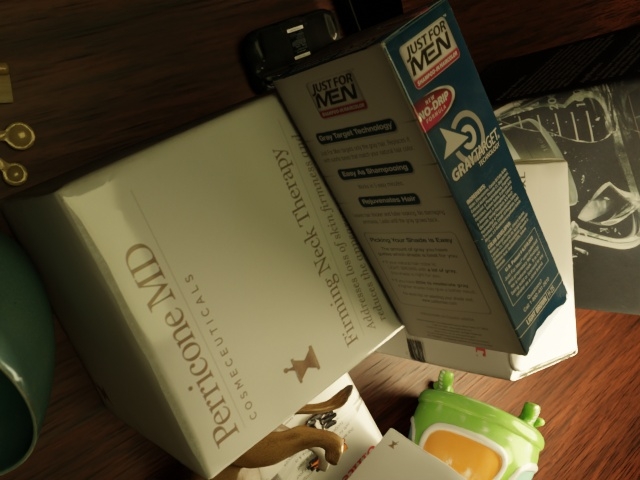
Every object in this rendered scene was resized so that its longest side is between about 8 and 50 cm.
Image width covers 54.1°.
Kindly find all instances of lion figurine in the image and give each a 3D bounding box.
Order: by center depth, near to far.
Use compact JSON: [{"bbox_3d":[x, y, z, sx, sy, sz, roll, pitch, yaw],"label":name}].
[{"bbox_3d":[-0.124,0.324,0.827,0.240,0.142,0.392,21,99,3],"label":"lion figurine"}]

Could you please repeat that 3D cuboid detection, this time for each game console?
[{"bbox_3d":[0.014,-0.362,1.077,0.361,0.044,0.213,-31,107,-33],"label":"game console"}]

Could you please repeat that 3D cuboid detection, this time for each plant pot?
[{"bbox_3d":[-0.402,0.086,0.651,0.290,0.290,0.195,46,28,-28],"label":"plant pot"}]

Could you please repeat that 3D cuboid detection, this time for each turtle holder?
[{"bbox_3d":[0.268,0.397,1.176,0.243,0.320,0.227,24,73,-2],"label":"turtle holder"}]

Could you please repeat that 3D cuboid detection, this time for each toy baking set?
[{"bbox_3d":[-0.457,-0.119,0.731,0.256,0.030,0.197,-41,113,-30],"label":"toy baking set"}]

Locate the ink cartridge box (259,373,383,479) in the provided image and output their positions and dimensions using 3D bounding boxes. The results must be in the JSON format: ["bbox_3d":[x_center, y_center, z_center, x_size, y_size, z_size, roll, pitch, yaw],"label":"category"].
[{"bbox_3d":[-0.048,0.284,0.983,0.211,0.121,0.289,-38,112,-30],"label":"ink cartridge box"}]

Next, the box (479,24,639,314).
[{"bbox_3d":[0.550,-0.128,1.211,0.297,0.471,0.480,-40,113,-28],"label":"box"}]

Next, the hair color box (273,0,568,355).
[{"bbox_3d":[0.111,-0.051,0.661,0.105,0.174,0.347,-42,115,-29],"label":"hair color box"}]

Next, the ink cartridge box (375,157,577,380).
[{"bbox_3d":[0.176,0.031,0.979,0.166,0.395,0.286,-9,96,-36],"label":"ink cartridge box"}]

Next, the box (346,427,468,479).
[{"bbox_3d":[0.153,0.500,0.996,0.168,0.215,0.345,-40,141,-29],"label":"box"}]

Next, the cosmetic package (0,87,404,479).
[{"bbox_3d":[-0.119,0.011,0.801,0.393,0.327,0.329,-32,109,-31],"label":"cosmetic package"}]

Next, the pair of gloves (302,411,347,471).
[{"bbox_3d":[0.002,0.298,0.937,0.074,0.010,0.083,-24,103,-33],"label":"pair of gloves"}]
